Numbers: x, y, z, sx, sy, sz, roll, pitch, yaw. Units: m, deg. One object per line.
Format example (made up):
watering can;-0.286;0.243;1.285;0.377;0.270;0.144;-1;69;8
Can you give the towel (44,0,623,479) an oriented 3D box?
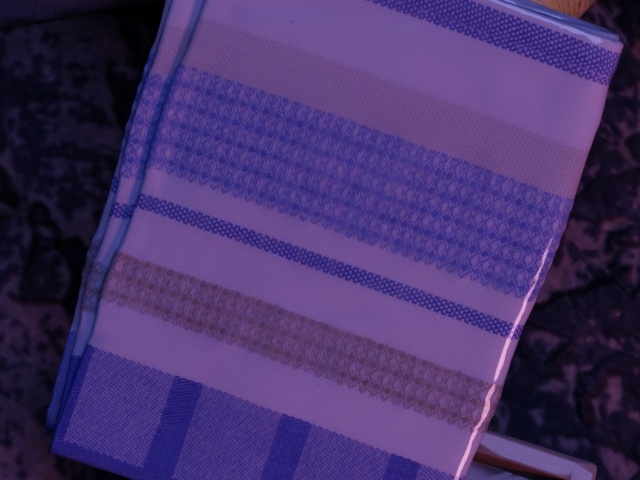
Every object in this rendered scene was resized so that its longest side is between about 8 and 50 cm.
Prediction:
towel;0.000;0.000;0.913;0.209;0.034;0.285;19;105;2

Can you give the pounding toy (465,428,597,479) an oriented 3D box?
pounding toy;0.012;0.175;0.995;0.206;0.094;0.181;17;75;1

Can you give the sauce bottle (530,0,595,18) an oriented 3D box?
sauce bottle;0.035;-0.090;1.067;0.111;0.111;0.344;44;67;1

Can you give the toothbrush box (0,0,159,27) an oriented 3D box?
toothbrush box;-0.117;-0.281;1.081;0.206;0.122;0.283;-12;78;-17
